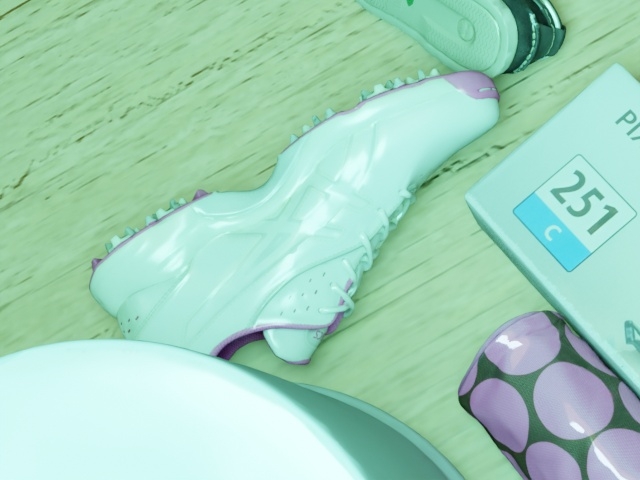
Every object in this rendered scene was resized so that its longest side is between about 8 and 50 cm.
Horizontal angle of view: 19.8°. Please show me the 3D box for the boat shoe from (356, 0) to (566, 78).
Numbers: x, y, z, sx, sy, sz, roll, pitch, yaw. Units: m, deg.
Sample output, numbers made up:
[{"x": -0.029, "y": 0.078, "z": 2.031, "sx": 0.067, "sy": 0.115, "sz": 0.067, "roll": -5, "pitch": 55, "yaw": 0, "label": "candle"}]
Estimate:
[{"x": 0.075, "y": -0.196, "z": 1.299, "sx": 0.079, "sy": 0.084, "sz": 0.233, "roll": -21, "pitch": 52, "yaw": -36, "label": "boat shoe"}]

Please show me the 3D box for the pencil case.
[{"x": 0.171, "y": 0.146, "z": 1.138, "sx": 0.095, "sy": 0.098, "sz": 0.209, "roll": -16, "pitch": 59, "yaw": -36, "label": "pencil case"}]

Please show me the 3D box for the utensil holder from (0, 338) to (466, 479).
[{"x": -0.065, "y": 0.220, "z": 0.980, "sx": 0.327, "sy": 0.385, "sz": 0.327, "roll": -2, "pitch": 79, "yaw": 10, "label": "utensil holder"}]

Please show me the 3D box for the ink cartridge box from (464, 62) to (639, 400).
[{"x": 0.284, "y": -0.003, "z": 1.173, "sx": 0.261, "sy": 0.066, "sz": 0.296, "roll": -40, "pitch": 67, "yaw": -1, "label": "ink cartridge box"}]

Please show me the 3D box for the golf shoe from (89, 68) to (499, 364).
[{"x": 0.000, "y": 0.000, "z": 1.229, "sx": 0.306, "sy": 0.115, "sz": 0.140, "roll": -31, "pitch": 77, "yaw": 9, "label": "golf shoe"}]
